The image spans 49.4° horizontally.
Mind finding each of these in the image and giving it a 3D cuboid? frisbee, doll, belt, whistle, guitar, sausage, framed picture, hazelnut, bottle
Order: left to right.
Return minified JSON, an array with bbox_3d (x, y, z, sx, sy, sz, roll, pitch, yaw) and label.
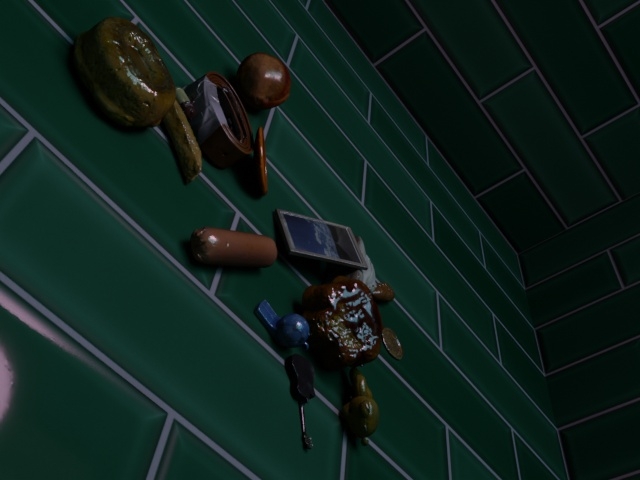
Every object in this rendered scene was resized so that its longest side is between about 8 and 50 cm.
[{"bbox_3d":[-0.353,-0.347,1.786,0.047,0.063,0.101,14,33,-55],"label":"bottle"},{"bbox_3d":[-0.276,-0.324,1.866,0.184,0.105,0.262,7,60,-62],"label":"belt"},{"bbox_3d":[-0.200,0.020,1.650,0.289,0.086,0.086,10,54,-60],"label":"sausage"},{"bbox_3d":[-0.171,-0.220,1.936,0.192,0.035,0.192,176,-90,-88],"label":"frisbee"},{"bbox_3d":[-0.181,-0.483,2.158,0.182,0.182,0.182,42,30,-32],"label":"hazelnut"},{"bbox_3d":[-0.079,0.202,1.673,0.158,0.090,0.090,55,25,-11],"label":"whistle"},{"bbox_3d":[-0.039,0.375,1.626,0.088,0.025,0.234,36,33,-42],"label":"guitar"},{"bbox_3d":[0.000,0.000,1.968,0.259,0.023,0.189,14,34,-28],"label":"framed picture"},{"bbox_3d":[0.094,0.416,1.782,0.209,0.097,0.137,-102,-175,-65],"label":"doll"}]

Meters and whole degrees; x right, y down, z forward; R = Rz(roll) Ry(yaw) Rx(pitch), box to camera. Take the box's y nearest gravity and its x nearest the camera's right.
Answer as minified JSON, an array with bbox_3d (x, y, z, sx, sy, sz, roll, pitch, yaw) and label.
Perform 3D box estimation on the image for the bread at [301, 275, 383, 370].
[{"bbox_3d":[0.054,0.221,1.808,0.232,0.135,0.247,-16,88,-33],"label":"bread"}]

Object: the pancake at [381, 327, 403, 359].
[{"bbox_3d":[0.226,0.324,2.187,0.115,0.011,0.115,40,32,-32],"label":"pancake"}]

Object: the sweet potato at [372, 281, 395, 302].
[{"bbox_3d":[0.210,0.172,2.271,0.206,0.059,0.068,24,80,-66],"label":"sweet potato"}]

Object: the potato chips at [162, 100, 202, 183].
[{"bbox_3d":[-0.385,-0.329,1.720,0.407,0.057,0.080,62,20,4],"label":"potato chips"}]

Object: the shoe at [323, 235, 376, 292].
[{"bbox_3d":[0.104,0.124,2.065,0.159,0.124,0.316,56,25,-26],"label":"shoe"}]

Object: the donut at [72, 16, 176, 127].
[{"bbox_3d":[-0.445,-0.382,1.586,0.262,0.128,0.208,59,26,3],"label":"donut"}]
